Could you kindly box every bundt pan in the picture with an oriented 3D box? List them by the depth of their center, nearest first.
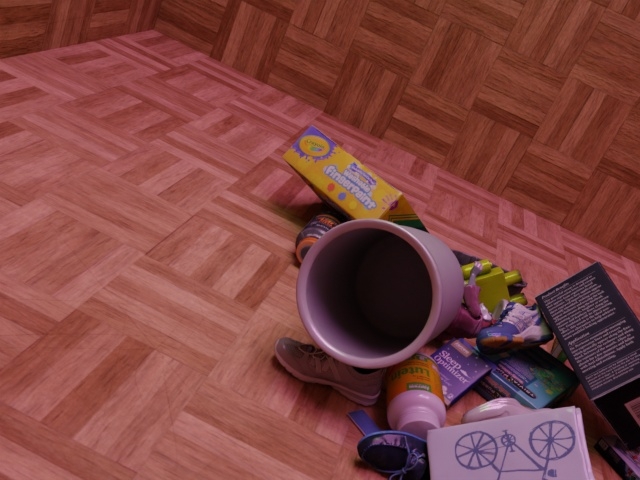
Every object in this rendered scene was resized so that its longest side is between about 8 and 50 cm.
[{"bbox_3d":[0.510,0.138,2.409,0.331,0.124,0.331,19,10,-4],"label":"bundt pan"}]

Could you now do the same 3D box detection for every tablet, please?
[{"bbox_3d":[0.103,0.424,1.673,0.054,0.006,0.083,-1,34,-43],"label":"tablet"}]

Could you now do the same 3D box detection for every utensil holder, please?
[{"bbox_3d":[0.164,0.119,1.734,0.328,0.327,0.385,33,10,18],"label":"utensil holder"}]

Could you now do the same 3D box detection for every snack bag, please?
[{"bbox_3d":[0.374,0.496,1.404,0.342,0.323,0.037,-87,155,-44],"label":"snack bag"}]

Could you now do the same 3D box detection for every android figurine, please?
[{"bbox_3d":[0.494,0.182,2.235,0.273,0.248,0.056,-18,22,5],"label":"android figurine"}]

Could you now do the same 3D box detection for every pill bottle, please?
[{"bbox_3d":[0.224,0.383,1.706,0.136,0.136,0.245,21,25,-7],"label":"pill bottle"},{"bbox_3d":[0.608,0.250,2.176,0.169,0.094,0.094,23,25,-1],"label":"pill bottle"},{"bbox_3d":[0.000,0.000,2.266,0.130,0.130,0.245,27,25,5],"label":"pill bottle"}]

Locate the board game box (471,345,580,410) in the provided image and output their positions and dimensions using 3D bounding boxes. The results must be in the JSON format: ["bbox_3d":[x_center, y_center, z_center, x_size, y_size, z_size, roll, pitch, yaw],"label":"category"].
[{"bbox_3d":[0.571,0.386,2.080,0.254,0.079,0.336,38,28,29],"label":"board game box"}]

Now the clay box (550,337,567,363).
[{"bbox_3d":[0.814,0.316,2.379,0.053,0.127,0.222,31,25,13],"label":"clay box"}]

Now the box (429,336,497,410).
[{"bbox_3d":[0.356,0.343,1.925,0.225,0.036,0.136,-29,53,-33],"label":"box"}]

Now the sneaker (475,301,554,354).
[{"bbox_3d":[0.528,0.241,2.035,0.296,0.112,0.131,1,64,-41],"label":"sneaker"}]

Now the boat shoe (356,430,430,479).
[{"bbox_3d":[0.204,0.475,1.550,0.258,0.109,0.089,14,30,-16],"label":"boat shoe"}]

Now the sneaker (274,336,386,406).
[{"bbox_3d":[0.027,0.287,1.742,0.281,0.115,0.105,23,25,-4],"label":"sneaker"}]

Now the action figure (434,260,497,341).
[{"bbox_3d":[0.353,0.198,2.059,0.370,0.248,0.275,18,26,-7],"label":"action figure"}]

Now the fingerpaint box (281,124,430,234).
[{"bbox_3d":[0.125,-0.140,2.440,0.445,0.163,0.371,42,-1,32],"label":"fingerpaint box"}]

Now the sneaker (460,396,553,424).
[{"bbox_3d":[0.499,0.479,1.794,0.305,0.114,0.152,11,42,-13],"label":"sneaker"}]

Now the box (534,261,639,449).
[{"bbox_3d":[0.804,0.311,1.991,0.293,0.212,0.395,46,19,-34],"label":"box"}]

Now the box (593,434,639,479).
[{"bbox_3d":[0.868,0.619,1.933,0.159,0.044,0.233,7,30,-33],"label":"box"}]
